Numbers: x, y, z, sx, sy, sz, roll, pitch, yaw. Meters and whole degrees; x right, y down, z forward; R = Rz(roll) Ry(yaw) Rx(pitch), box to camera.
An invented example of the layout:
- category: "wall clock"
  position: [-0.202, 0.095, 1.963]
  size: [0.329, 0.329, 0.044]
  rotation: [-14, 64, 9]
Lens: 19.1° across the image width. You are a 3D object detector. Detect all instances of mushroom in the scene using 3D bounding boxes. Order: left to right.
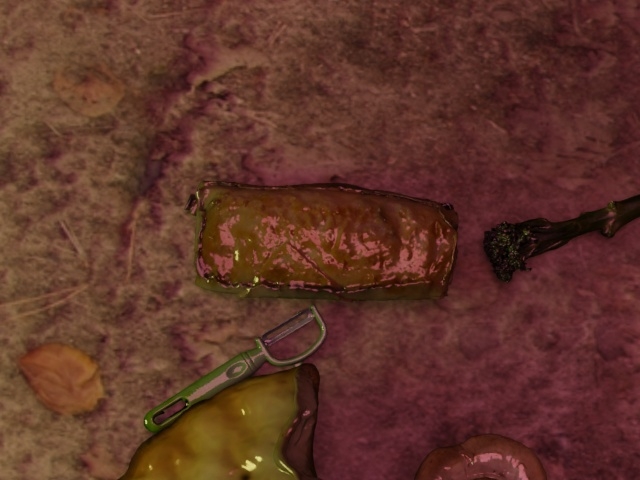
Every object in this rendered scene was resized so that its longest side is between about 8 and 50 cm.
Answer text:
- category: "mushroom"
  position: [0.156, 0.260, 1.872]
  size: [0.148, 0.112, 0.148]
  rotation: [0, 85, 2]

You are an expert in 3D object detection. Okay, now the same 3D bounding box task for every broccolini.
- category: "broccolini"
  position: [0.271, -0.022, 1.962]
  size: [0.216, 0.067, 0.058]
  rotation: [-20, 119, -7]

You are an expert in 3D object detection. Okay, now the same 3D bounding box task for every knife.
- category: "knife"
  position: [-0.083, 0.140, 1.933]
  size: [0.212, 0.015, 0.054]
  rotation: [-31, 89, -9]

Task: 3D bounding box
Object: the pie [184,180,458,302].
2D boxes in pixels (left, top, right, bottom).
- category: "pie"
  position: [0.000, 0.000, 1.940]
  size: [0.283, 0.068, 0.128]
  rotation: [3, 78, 2]

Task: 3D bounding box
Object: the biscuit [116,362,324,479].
- category: "biscuit"
  position: [-0.074, 0.268, 1.807]
  size: [0.329, 0.078, 0.335]
  rotation: [20, 70, 40]
